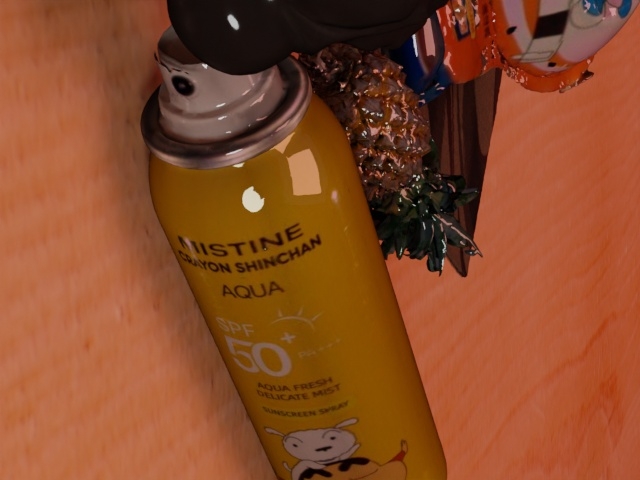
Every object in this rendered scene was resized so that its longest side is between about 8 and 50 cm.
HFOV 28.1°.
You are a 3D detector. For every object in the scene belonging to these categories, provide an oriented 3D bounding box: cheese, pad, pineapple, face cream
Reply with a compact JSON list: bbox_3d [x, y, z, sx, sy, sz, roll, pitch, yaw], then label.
[{"bbox_3d":[0.152,-0.202,0.992,0.329,0.129,0.217,-32,118,-40],"label":"cheese"},{"bbox_3d":[0.123,-0.156,1.093,0.220,0.004,0.330,45,52,-59],"label":"pad"},{"bbox_3d":[0.033,-0.056,0.808,0.083,0.103,0.221,-55,145,-11],"label":"pineapple"},{"bbox_3d":[-0.012,0.030,0.692,0.348,0.105,0.105,71,32,-41],"label":"face cream"}]

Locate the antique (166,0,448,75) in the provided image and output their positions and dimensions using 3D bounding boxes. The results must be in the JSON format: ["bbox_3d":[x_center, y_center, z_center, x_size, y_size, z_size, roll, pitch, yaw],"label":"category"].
[{"bbox_3d":[-0.018,-0.232,0.542,0.322,0.185,0.255,63,29,-28],"label":"antique"}]
